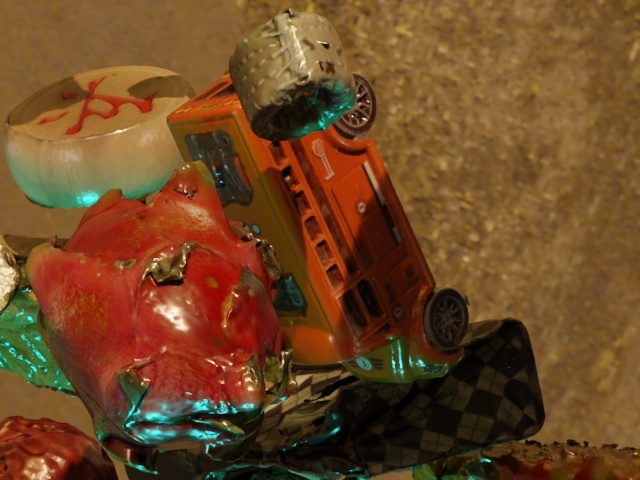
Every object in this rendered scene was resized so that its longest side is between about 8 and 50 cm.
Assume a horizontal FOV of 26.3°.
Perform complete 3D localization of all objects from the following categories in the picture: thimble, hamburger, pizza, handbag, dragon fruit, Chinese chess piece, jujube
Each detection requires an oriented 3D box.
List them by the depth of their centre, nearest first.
[{"bbox_3d":[-0.019,-0.118,0.981,0.084,0.062,0.110,-18,166,-12],"label":"thimble"},{"bbox_3d":[-0.098,0.047,1.005,0.269,0.200,0.198,-52,163,-66],"label":"dragon fruit"},{"bbox_3d":[-0.282,0.251,1.381,0.155,0.230,0.155,5,79,-28],"label":"jujube"},{"bbox_3d":[0.273,0.336,1.543,0.130,0.440,0.406,-26,156,-34],"label":"pizza"},{"bbox_3d":[0.000,0.211,1.550,0.316,0.416,0.180,-15,87,-48],"label":"handbag"},{"bbox_3d":[-0.267,-0.129,1.703,0.249,0.249,0.103,-32,125,-37],"label":"Chinese chess piece"},{"bbox_3d":[-0.348,0.100,1.841,0.134,0.284,0.265,-65,151,-28],"label":"hamburger"}]

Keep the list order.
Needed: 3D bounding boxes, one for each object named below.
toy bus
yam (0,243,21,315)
[{"bbox_3d":[0.000,0.000,1.223,0.153,0.143,0.329,-39,114,-36],"label":"toy bus"},{"bbox_3d":[-0.259,0.043,0.964,0.061,0.253,0.061,5,78,-22],"label":"yam"}]
